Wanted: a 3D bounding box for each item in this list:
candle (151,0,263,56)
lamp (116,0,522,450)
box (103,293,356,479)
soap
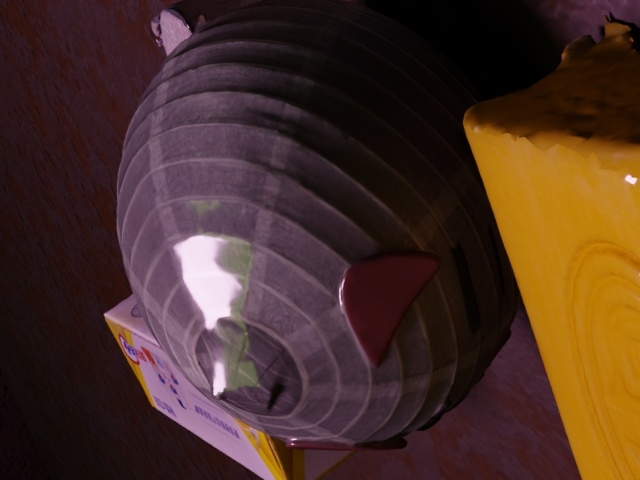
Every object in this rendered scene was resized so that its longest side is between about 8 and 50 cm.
[{"bbox_3d":[-0.051,-0.082,0.971,0.168,0.068,0.192,51,160,25],"label":"candle"},{"bbox_3d":[0.000,0.000,0.750,0.233,0.233,0.265,42,152,35],"label":"lamp"},{"bbox_3d":[-0.037,0.075,1.028,0.265,0.168,0.097,13,135,59],"label":"box"},{"bbox_3d":[0.193,0.071,0.608,0.204,0.096,0.324,22,139,57],"label":"soap"}]
